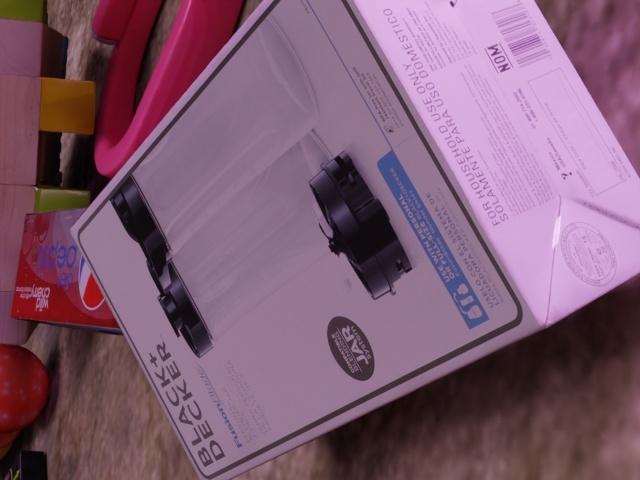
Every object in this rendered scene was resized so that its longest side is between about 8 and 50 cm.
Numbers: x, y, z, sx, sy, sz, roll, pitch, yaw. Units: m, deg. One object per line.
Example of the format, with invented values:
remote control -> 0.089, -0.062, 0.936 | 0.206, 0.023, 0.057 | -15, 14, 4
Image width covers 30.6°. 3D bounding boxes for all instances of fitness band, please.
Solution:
fitness band -> -0.137, -0.186, 0.992 | 0.291, 0.054, 0.209 | -62, 32, 32

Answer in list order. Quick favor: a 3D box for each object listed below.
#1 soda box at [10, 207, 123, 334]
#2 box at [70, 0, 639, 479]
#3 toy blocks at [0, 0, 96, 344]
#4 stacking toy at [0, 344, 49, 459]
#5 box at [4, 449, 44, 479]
soda box -> -0.146, 0.025, 0.874 | 0.263, 0.083, 0.092 | -2, 80, 58
box -> 0.000, 0.000, 0.545 | 0.290, 0.087, 0.169 | -35, 81, 53
toy blocks -> -0.313, -0.066, 1.151 | 0.261, 0.191, 0.381 | -138, 52, -81
stacking toy -> -0.380, 0.206, 1.254 | 0.330, 0.141, 0.141 | -39, 47, 42
box -> -0.309, 0.301, 1.165 | 0.162, 0.029, 0.116 | -57, 34, 38
